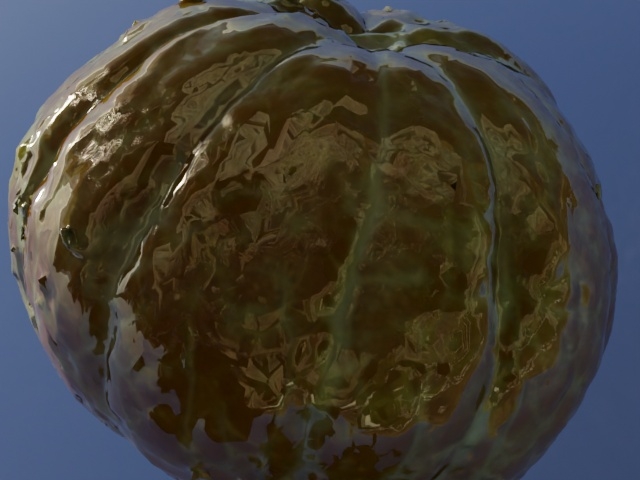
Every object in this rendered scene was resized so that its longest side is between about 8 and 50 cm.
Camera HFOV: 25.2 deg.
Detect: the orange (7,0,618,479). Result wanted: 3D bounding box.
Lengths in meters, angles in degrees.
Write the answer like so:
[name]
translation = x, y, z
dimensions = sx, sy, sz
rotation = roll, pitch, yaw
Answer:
[orange]
translation = 0.000, 0.000, 0.764
dimensions = 0.329, 0.249, 0.329
rotation = 10, -165, -3
